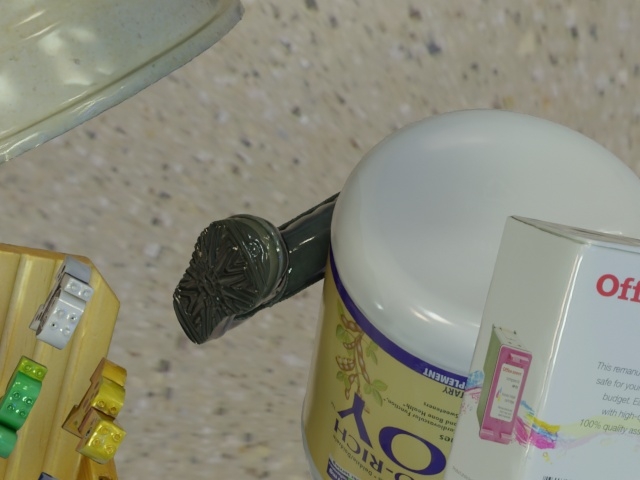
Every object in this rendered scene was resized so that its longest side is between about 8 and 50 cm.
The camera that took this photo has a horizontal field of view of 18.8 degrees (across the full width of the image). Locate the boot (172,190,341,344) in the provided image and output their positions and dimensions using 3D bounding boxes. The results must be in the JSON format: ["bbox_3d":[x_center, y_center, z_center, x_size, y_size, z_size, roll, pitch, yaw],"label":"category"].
[{"bbox_3d":[-0.001,-0.002,1.487,0.208,0.189,0.076,-21,82,-27],"label":"boot"}]

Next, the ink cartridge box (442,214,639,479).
[{"bbox_3d":[0.097,0.059,0.651,0.088,0.052,0.122,11,98,-25],"label":"ink cartridge box"}]

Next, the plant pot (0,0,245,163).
[{"bbox_3d":[-0.264,-0.217,1.263,0.333,0.334,0.305,-24,105,6],"label":"plant pot"}]

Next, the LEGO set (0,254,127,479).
[{"bbox_3d":[-0.179,0.133,1.282,0.087,0.093,0.227,28,89,-17],"label":"LEGO set"}]

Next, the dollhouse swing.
[{"bbox_3d":[-0.348,0.206,1.900,0.346,0.315,0.305,10,121,-22],"label":"dollhouse swing"}]

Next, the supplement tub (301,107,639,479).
[{"bbox_3d":[0.111,0.095,1.433,0.241,0.331,0.241,4,46,-4],"label":"supplement tub"}]
